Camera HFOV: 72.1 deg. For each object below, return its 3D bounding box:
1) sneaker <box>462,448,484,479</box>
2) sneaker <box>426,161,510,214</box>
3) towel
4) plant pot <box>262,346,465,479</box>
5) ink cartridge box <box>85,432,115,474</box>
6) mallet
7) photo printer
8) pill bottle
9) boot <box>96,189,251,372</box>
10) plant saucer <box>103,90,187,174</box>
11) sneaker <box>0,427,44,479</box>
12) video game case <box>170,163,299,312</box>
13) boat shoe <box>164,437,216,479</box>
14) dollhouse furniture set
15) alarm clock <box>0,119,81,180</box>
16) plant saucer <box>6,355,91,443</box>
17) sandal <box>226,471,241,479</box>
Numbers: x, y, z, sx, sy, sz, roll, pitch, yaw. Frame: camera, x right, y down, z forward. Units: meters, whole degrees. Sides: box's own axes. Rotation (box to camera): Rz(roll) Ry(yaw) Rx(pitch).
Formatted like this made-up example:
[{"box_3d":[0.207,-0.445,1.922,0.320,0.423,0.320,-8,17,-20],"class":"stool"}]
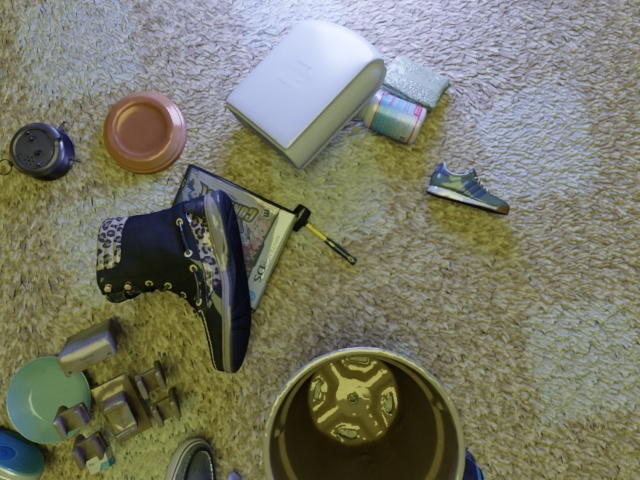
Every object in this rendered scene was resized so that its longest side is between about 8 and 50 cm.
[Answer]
[{"box_3d":[0.196,0.572,0.935,0.340,0.139,0.125,-38,89,0],"class":"sneaker"},{"box_3d":[0.347,-0.123,1.006,0.191,0.064,0.086,17,92,5],"class":"sneaker"},{"box_3d":[0.218,-0.368,1.023,0.148,0.027,0.110,30,68,6],"class":"towel"},{"box_3d":[0.071,0.352,0.865,0.333,0.305,0.335,0,86,0],"class":"plant pot"},{"box_3d":[-0.510,0.480,1.003,0.048,0.028,0.084,-21,87,-1],"class":"ink cartridge box"},{"box_3d":[0.000,0.000,1.022,0.062,0.039,0.190,-45,92,0],"class":"mallet"},{"box_3d":[-0.026,-0.337,0.964,0.307,0.107,0.256,-46,60,-2],"class":"photo printer"},{"box_3d":[0.153,-0.287,1.007,0.160,0.087,0.087,22,87,1],"class":"pill bottle"},{"box_3d":[-0.306,0.097,0.931,0.283,0.138,0.378,-8,89,6],"class":"boot"},{"box_3d":[-0.419,-0.258,1.038,0.199,0.037,0.200,0,87,1],"class":"plant saucer"},{"box_3d":[-0.771,0.524,0.960,0.318,0.127,0.209,18,85,11],"class":"sneaker"},{"box_3d":[-0.222,-0.004,1.002,0.274,0.035,0.249,25,97,4],"class":"video game case"},{"box_3d":[-0.235,0.591,0.895,0.158,0.127,0.341,-15,69,38],"class":"boat shoe"},{"box_3d":[-0.455,0.314,0.959,0.212,0.161,0.242,-24,103,-19],"class":"dollhouse furniture set"},{"box_3d":[-0.672,-0.200,1.028,0.191,0.064,0.130,-22,87,3],"class":"alarm clock"},{"box_3d":[-0.613,0.360,1.007,0.194,0.037,0.195,0,86,0],"class":"plant saucer"},{"box_3d":[-0.183,0.652,0.962,0.076,0.102,0.266,-18,78,1],"class":"sandal"}]
